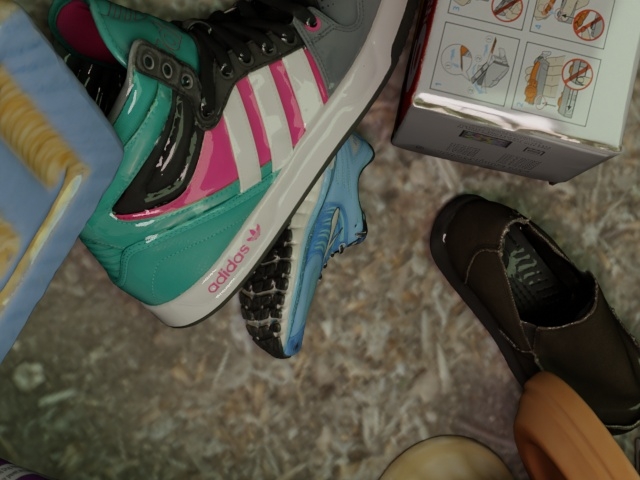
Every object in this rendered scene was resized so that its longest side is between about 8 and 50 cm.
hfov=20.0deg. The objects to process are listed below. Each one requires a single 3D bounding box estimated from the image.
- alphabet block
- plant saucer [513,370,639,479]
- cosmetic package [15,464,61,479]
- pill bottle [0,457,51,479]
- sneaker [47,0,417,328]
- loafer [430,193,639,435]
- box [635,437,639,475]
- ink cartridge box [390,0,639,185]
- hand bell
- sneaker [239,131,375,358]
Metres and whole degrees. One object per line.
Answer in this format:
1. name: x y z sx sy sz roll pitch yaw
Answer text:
1. alphabet block: -0.249 -0.042 0.936 0.197 0.192 0.193 26 76 20
2. plant saucer: 0.183 0.180 1.202 0.037 0.200 0.200 -30 106 -7
3. cosmetic package: -0.027 0.303 1.053 0.453 0.161 0.230 21 83 -7
4. pill bottle: -0.263 0.155 0.871 0.323 0.181 0.181 23 81 10
5. sneaker: -0.072 -0.114 1.105 0.178 0.124 0.295 38 77 -32
6. loafer: 0.163 0.059 1.247 0.220 0.078 0.080 44 74 -21
7. box: 0.304 0.287 1.282 0.087 0.169 0.290 -3 95 -24
8. ink cartridge box: 0.141 -0.201 1.159 0.130 0.272 0.309 13 86 0
9. hand bell: 0.139 0.202 1.152 0.126 0.242 0.126 -1 92 -26
10. sneaker: 0.000 0.000 1.174 0.073 0.063 0.162 17 85 -29
